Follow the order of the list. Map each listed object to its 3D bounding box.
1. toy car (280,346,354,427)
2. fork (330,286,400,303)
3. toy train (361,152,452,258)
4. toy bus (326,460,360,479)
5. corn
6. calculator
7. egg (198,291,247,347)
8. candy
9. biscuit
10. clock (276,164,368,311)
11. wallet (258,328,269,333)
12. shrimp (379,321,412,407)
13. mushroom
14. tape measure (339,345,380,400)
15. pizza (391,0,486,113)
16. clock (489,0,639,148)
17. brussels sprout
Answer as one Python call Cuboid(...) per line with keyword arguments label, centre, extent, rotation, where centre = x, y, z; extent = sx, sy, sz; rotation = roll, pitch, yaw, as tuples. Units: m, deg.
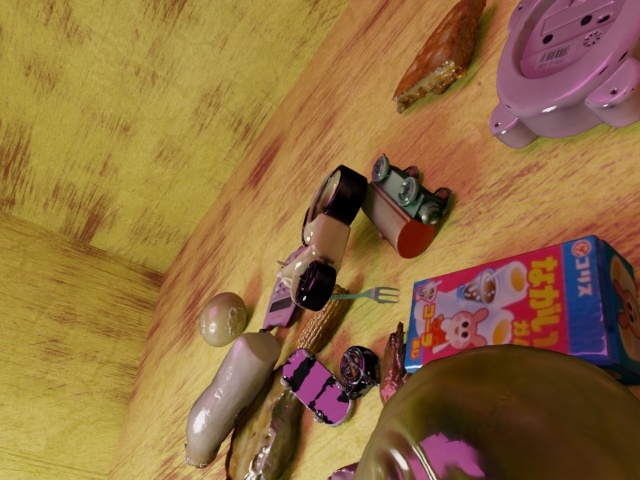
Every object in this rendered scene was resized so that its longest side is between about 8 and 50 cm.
Cuboid(label="toy car", centre=(-0.007, 0.319, 0.906), extent=(0.204, 0.056, 0.095), rotation=(33, 83, 38))
Cuboid(label="fork", centre=(0.068, 0.127, 0.940), extent=(0.235, 0.021, 0.039), rotation=(-8, 54, 36))
Cuboid(label="toy train", centre=(0.177, -0.079, 0.942), extent=(0.177, 0.116, 0.285), rotation=(-67, 24, 21))
Cuboid(label="toy bus", centre=(0.064, 0.490, 0.543), extent=(0.171, 0.162, 0.387), rotation=(-14, 53, 58))
Cuboid(label="corn", centre=(0.005, 0.199, 1.022), extent=(0.207, 0.068, 0.068), rotation=(-58, 27, 10))
Cuboid(label="calculator", centre=(-0.091, 0.144, 1.286), extent=(0.194, 0.043, 0.295), rotation=(-27, 40, 52))
Cuboid(label="egg", centre=(-0.346, 0.283, 1.481), extent=(0.164, 0.164, 0.202), rotation=(20, 86, 64))
Cuboid(label="candy", centre=(0.267, 0.117, 0.593), extent=(0.305, 0.100, 0.158), rotation=(-27, 42, 51))
Cuboid(label="biscuit", centre=(-0.123, 0.444, 1.004), extent=(0.335, 0.078, 0.329), rotation=(-52, 20, 15))
Cuboid(label="clock", centre=(0.000, 0.000, 1.010), extent=(0.276, 0.120, 0.379), rotation=(-35, 30, 62))
Cuboid(label="wallet", centre=(-0.172, 0.341, 1.219), extent=(0.082, 0.018, 0.157), rotation=(21, 101, 57))
Cuboid(label="shrimp", centre=(0.154, 0.236, 0.757), extent=(0.101, 0.042, 0.190), rotation=(-21, 44, 26))
Cuboid(label="mushroom", centre=(-0.246, 0.421, 1.069), extent=(0.397, 0.126, 0.177), rotation=(-56, -13, 0))
Cuboid(label="tape measure", centre=(0.080, 0.263, 0.844), extent=(0.091, 0.054, 0.094), rotation=(-45, 38, 30))
Cuboid(label="pizza", centre=(0.311, -0.492, 1.090), extent=(0.257, 0.087, 0.269), rotation=(-8, 58, 64))
Cuboid(label="clock", centre=(0.430, -0.320, 0.686), extent=(0.295, 0.113, 0.323), rotation=(0, 68, 61))
Cuboid(label="brussels sprout", centre=(0.178, 0.264, 0.400), extent=(0.343, 0.268, 0.345), rotation=(-17, 54, 25))
